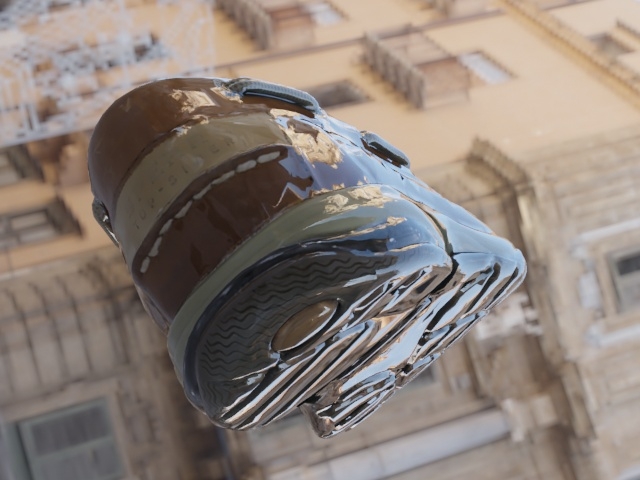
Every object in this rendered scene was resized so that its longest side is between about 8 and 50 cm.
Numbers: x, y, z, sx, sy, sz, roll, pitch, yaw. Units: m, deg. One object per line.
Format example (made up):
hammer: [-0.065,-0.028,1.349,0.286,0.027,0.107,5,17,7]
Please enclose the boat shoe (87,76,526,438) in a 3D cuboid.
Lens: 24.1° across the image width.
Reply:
boat shoe: [0.000,0.000,0.616,0.120,0.122,0.324,51,3,14]
